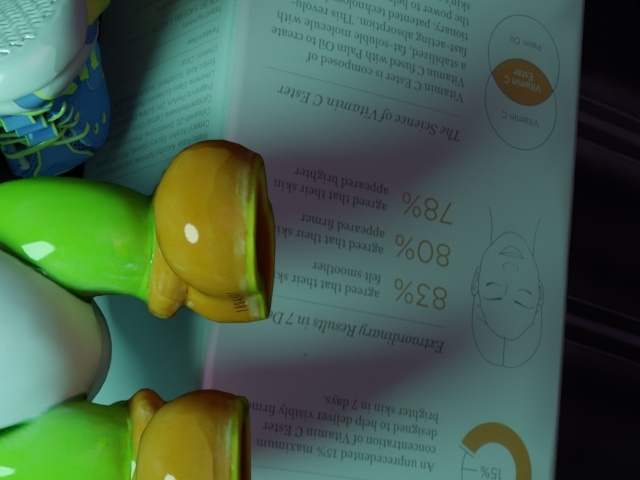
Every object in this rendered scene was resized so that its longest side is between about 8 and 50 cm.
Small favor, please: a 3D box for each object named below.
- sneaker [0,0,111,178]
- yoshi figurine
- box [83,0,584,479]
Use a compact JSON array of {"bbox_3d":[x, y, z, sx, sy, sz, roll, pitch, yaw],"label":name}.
[{"bbox_3d":[-0.129,-0.079,0.812,0.091,0.240,0.126,-24,115,-2],"label":"sneaker"},{"bbox_3d":[-0.205,0.029,0.678,0.362,0.203,0.203,4,36,4],"label":"yoshi figurine"},{"bbox_3d":[0.000,0.000,0.904,0.215,0.168,0.345,12,76,-30],"label":"box"}]
